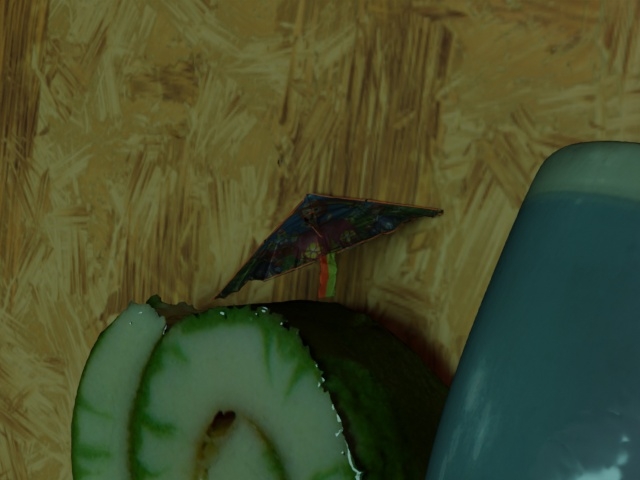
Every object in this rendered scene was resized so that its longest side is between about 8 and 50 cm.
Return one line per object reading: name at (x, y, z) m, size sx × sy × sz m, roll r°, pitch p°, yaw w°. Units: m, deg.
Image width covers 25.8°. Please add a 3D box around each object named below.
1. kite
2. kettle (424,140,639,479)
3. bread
kite at (0.000, 0.000, 1.088) m, size 0.159 × 0.190 × 0.010 m, roll -110°, pitch -3°, yaw -58°
kettle at (0.197, 0.167, 0.765) m, size 0.247 × 0.319 × 0.342 m, roll 6°, pitch 69°, yaw 63°
bread at (-0.054, 0.192, 1.139) m, size 0.382 × 0.129 × 0.366 m, roll 54°, pitch 127°, yaw 28°
